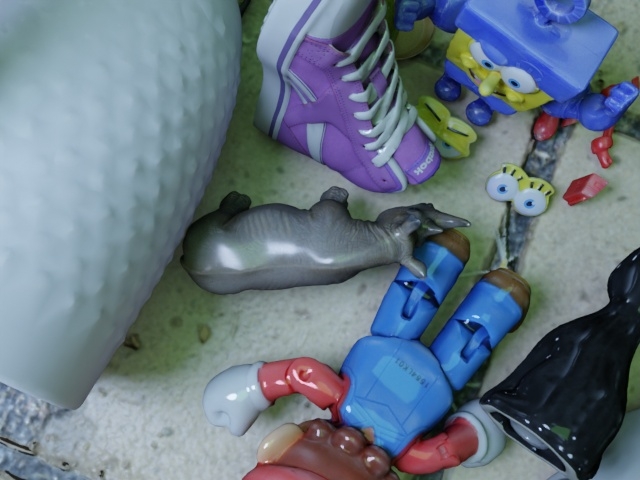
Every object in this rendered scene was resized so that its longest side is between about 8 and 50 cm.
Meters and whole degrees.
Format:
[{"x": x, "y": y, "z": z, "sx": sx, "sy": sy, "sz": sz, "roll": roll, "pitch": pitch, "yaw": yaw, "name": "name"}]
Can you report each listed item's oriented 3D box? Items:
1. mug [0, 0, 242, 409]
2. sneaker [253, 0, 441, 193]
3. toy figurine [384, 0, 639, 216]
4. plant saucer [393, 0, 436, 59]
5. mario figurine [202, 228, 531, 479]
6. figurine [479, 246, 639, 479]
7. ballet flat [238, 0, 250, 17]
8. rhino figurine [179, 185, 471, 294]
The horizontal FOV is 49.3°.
[{"x": -0.206, "y": -0.101, "z": 0.471, "sx": 0.276, "sy": 0.374, "sz": 0.328, "roll": 28, "pitch": 72, "yaw": 3, "name": "mug"}, {"x": 0.040, "y": -0.119, "z": 0.531, "sx": 0.161, "sy": 0.282, "sz": 0.102, "roll": 35, "pitch": 79, "yaw": 1, "name": "sneaker"}, {"x": 0.146, "y": -0.191, "z": 0.567, "sx": 0.363, "sy": 0.217, "sz": 0.191, "roll": 38, "pitch": 82, "yaw": -2, "name": "toy figurine"}, {"x": 0.072, "y": -0.213, "z": 0.681, "sx": 0.084, "sy": 0.015, "sz": 0.083, "roll": 0, "pitch": 81, "yaw": -3, "name": "plant saucer"}, {"x": 0.035, "y": 0.144, "z": 0.594, "sx": 0.198, "sy": 0.170, "sz": 0.320, "roll": 25, "pitch": 66, "yaw": 37, "name": "mario figurine"}, {"x": 0.263, "y": 0.125, "z": 0.575, "sx": 0.209, "sy": 0.092, "sz": 0.215, "roll": -46, "pitch": 121, "yaw": -13, "name": "figurine"}, {"x": -0.073, "y": -0.292, "z": 0.658, "sx": 0.074, "sy": 0.074, "sz": 0.203, "roll": 16, "pitch": 80, "yaw": -1, "name": "ballet flat"}, {"x": 0.000, "y": 0.000, "z": 0.572, "sx": 0.243, "sy": 0.106, "sz": 0.073, "roll": -4, "pitch": 110, "yaw": 9, "name": "rhino figurine"}]
